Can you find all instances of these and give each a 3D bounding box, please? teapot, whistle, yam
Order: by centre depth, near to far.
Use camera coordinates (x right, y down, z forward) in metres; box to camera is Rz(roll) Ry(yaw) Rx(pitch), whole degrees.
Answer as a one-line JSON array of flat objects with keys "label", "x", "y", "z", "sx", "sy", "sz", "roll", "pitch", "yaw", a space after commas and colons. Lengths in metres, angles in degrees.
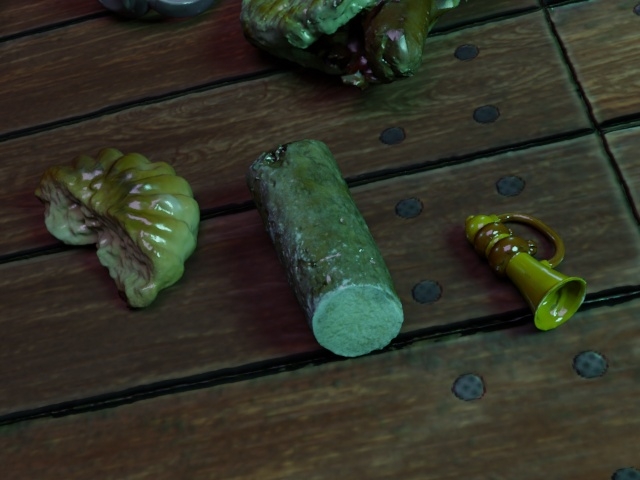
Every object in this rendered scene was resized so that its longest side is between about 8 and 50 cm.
[{"label": "whistle", "x": 0.151, "y": 0.009, "z": 0.586, "sx": 0.057, "sy": 0.046, "sz": 0.109, "roll": -37, "pitch": 46, "yaw": 6}, {"label": "yam", "x": 0.000, "y": 0.000, "z": 0.613, "sx": 0.078, "sy": 0.078, "sz": 0.179, "roll": -22, "pitch": 53, "yaw": -1}, {"label": "teapot", "x": -0.179, "y": -0.320, "z": 0.874, "sx": 0.148, "sy": 0.116, "sz": 0.146, "roll": 24, "pitch": 54, "yaw": 33}]

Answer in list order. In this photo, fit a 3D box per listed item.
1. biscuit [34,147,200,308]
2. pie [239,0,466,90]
[{"label": "biscuit", "x": -0.174, "y": -0.032, "z": 0.694, "sx": 0.183, "sy": 0.061, "sz": 0.118, "roll": 33, "pitch": 67, "yaw": 33}, {"label": "pie", "x": 0.044, "y": -0.266, "z": 0.778, "sx": 0.257, "sy": 0.106, "sz": 0.274, "roll": 23, "pitch": 63, "yaw": 39}]
